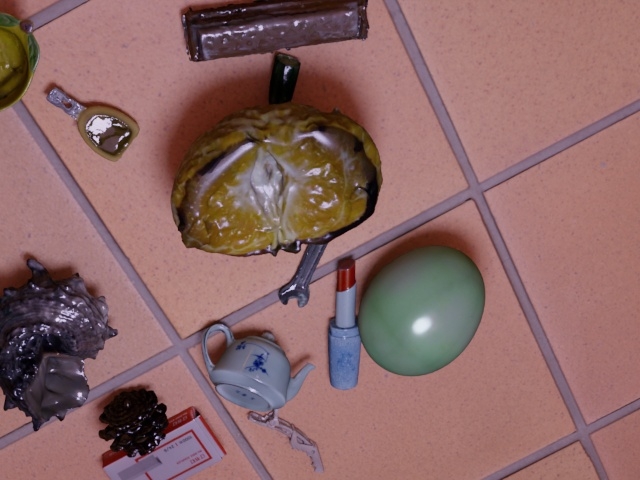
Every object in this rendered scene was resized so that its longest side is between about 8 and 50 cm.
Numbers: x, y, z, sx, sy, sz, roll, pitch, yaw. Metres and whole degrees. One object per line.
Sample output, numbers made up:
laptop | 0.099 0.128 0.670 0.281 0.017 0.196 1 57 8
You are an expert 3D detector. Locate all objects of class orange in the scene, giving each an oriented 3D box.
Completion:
orange | -0.080 -0.125 1.636 0.369 0.210 0.271 -9 138 -5

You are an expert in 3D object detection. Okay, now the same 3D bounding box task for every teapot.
teapot | -0.129 0.243 1.842 0.232 0.159 0.159 26 106 -9

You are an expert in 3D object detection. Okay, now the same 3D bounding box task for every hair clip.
hair clip | -0.051 0.410 1.976 0.072 0.034 0.226 -42 114 8

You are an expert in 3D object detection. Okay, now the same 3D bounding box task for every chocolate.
chocolate | -0.070 -0.369 1.618 0.329 0.065 0.102 -10 114 -8

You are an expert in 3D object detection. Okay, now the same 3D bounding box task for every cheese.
cheese | -0.402 -0.211 1.640 0.162 0.036 0.086 36 102 -22

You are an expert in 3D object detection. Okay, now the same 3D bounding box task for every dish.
dish | -0.543 -0.297 1.554 0.208 0.080 0.149 -38 111 9

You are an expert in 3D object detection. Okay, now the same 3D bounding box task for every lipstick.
lipstick | 0.049 0.165 1.872 0.068 0.061 0.274 -3 114 -7

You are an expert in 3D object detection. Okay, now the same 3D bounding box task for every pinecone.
pinecone | -0.363 0.364 1.844 0.140 0.140 0.120 -17 130 -3

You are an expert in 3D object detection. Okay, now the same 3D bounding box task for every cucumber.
cucumber | -0.066 -0.274 1.670 0.048 0.048 0.105 7 115 -13

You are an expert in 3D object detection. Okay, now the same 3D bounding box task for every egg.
egg | 0.193 0.132 1.798 0.220 0.220 0.269 32 98 -21

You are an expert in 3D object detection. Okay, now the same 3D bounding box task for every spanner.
spanner | 0.000 0.000 1.817 0.071 0.017 0.302 18 108 -17

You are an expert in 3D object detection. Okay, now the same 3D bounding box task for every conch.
conch | -0.498 0.191 1.738 0.241 0.186 0.313 4 93 -19

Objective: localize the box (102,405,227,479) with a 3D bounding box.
box | -0.319 0.442 1.931 0.229 0.050 0.123 -28 116 2
